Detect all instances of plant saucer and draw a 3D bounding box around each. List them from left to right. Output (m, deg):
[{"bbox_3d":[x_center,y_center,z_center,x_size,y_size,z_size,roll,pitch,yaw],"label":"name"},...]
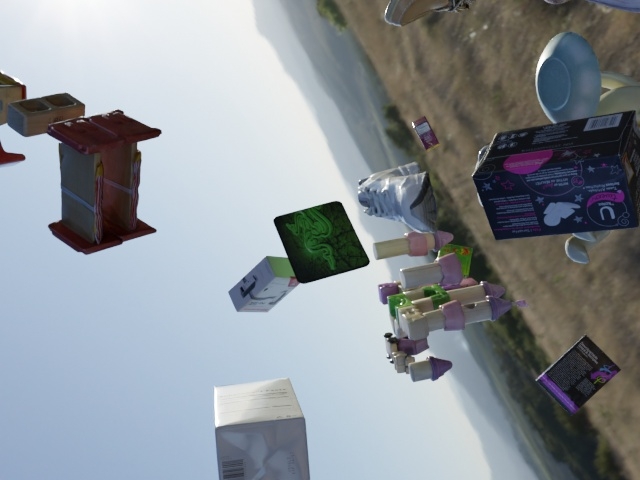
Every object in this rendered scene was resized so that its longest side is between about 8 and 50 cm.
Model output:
[{"bbox_3d":[0.474,-0.310,1.571,0.195,0.037,0.195,170,90,-71],"label":"plant saucer"}]

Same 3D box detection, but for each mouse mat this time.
[{"bbox_3d":[0.000,0.000,1.612,0.007,0.152,0.190,87,163,-49],"label":"mouse mat"}]

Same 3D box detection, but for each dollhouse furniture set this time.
[{"bbox_3d":[-0.459,-0.154,1.397,0.374,0.152,0.201,30,124,29],"label":"dollhouse furniture set"}]

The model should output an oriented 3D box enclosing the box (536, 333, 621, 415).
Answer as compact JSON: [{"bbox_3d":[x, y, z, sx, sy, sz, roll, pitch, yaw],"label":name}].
[{"bbox_3d":[0.612,0.318,1.894,0.116,0.162,0.029,46,-173,8],"label":"box"}]

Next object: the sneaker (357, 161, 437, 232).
[{"bbox_3d":[0.135,-0.069,1.420,0.297,0.129,0.111,-97,-1,-80],"label":"sneaker"}]

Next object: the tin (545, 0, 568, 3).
[{"bbox_3d":[0.573,-0.627,1.822,0.106,0.190,0.040,39,-174,37],"label":"tin"}]

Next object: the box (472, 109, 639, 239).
[{"bbox_3d":[0.412,-0.107,1.354,0.163,0.247,0.142,-53,-52,-45],"label":"box"}]

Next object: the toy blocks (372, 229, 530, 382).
[{"bbox_3d":[0.285,0.143,1.774,0.288,0.260,0.309,-129,30,-71],"label":"toy blocks"}]

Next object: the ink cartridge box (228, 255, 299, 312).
[{"bbox_3d":[-0.114,0.095,1.685,0.099,0.135,0.056,6,-131,-49],"label":"ink cartridge box"}]

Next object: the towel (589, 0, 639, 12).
[{"bbox_3d":[0.353,-0.330,0.941,0.317,0.331,0.053,33,128,38],"label":"towel"}]

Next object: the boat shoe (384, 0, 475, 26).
[{"bbox_3d":[0.286,-0.546,1.684,0.110,0.341,0.122,50,168,12],"label":"boat shoe"}]

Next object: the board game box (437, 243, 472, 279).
[{"bbox_3d":[0.366,0.073,2.206,0.181,0.092,0.043,-64,-19,-58],"label":"board game box"}]

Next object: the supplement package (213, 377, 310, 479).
[{"bbox_3d":[-0.127,0.411,1.635,0.293,0.175,0.178,-150,55,-81],"label":"supplement package"}]

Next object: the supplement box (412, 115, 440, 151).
[{"bbox_3d":[0.296,-0.299,2.239,0.083,0.043,0.055,59,-168,-20],"label":"supplement box"}]

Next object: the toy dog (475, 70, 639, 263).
[{"bbox_3d":[0.526,-0.154,1.662,0.284,0.407,0.395,33,-139,-74],"label":"toy dog"}]
